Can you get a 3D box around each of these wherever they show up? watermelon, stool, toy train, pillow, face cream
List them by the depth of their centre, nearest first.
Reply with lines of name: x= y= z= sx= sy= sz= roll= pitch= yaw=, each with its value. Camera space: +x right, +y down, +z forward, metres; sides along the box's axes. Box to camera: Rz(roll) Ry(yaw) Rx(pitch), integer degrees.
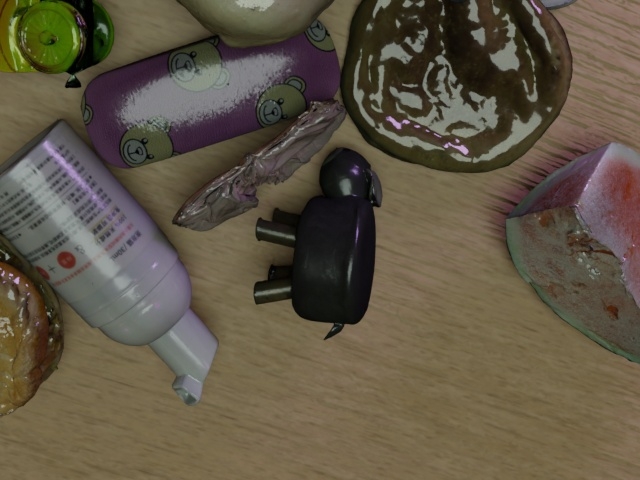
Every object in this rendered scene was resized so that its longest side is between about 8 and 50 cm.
toy train: x=-0.316 y=-0.323 z=1.266 sx=0.160 sy=0.100 sz=0.296 roll=7 pitch=103 yaw=19
pillow: x=-0.069 y=-0.086 z=1.371 sx=0.248 sy=0.135 sz=0.049 roll=-39 pitch=82 yaw=2
face cream: x=-0.246 y=0.037 z=1.374 sx=0.145 sy=0.145 sz=0.370 roll=-38 pitch=108 yaw=3
stool: x=0.001 y=0.003 z=1.413 sx=0.139 sy=0.228 sz=0.153 roll=6 pitch=148 yaw=11
watermelon: x=0.385 y=0.036 z=1.445 sx=0.224 sy=0.180 sz=0.305 roll=-35 pitch=109 yaw=17

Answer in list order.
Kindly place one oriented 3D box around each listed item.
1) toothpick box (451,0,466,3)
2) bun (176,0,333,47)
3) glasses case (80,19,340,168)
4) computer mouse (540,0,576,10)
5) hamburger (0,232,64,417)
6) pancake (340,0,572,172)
toothpick box: x=0.135 y=-0.409 z=1.251 sx=0.316 sy=0.229 sz=0.229 roll=40 pitch=96 yaw=-4
bun: x=-0.076 y=-0.305 z=1.285 sx=0.231 sy=0.231 sz=0.133 roll=0 pitch=142 yaw=-8
glasses case: x=-0.131 y=-0.182 z=1.364 sx=0.316 sy=0.076 sz=0.123 roll=-19 pitch=106 yaw=-5
computer mouse: x=0.269 y=-0.404 z=1.371 sx=0.126 sy=0.056 sz=0.245 roll=-9 pitch=113 yaw=-1
hamburger: x=-0.447 y=0.096 z=1.362 sx=0.243 sy=0.146 sz=0.286 roll=-41 pitch=113 yaw=10
pancake: x=0.167 y=-0.210 z=1.401 sx=0.294 sy=0.049 sz=0.294 roll=0 pitch=110 yaw=1
